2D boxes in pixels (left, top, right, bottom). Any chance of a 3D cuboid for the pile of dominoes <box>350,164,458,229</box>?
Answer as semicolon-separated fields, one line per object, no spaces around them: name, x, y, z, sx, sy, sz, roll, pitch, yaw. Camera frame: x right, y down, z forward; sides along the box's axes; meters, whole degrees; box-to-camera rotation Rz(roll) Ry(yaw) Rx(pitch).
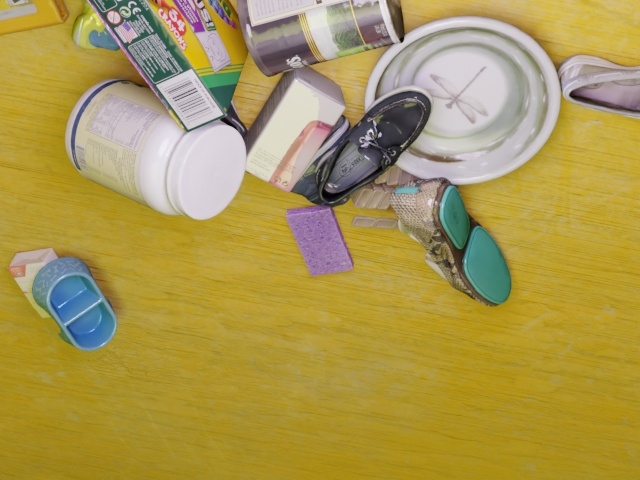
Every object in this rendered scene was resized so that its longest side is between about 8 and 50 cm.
pile of dominoes;0.198;-0.108;1.904;0.251;0.040;0.196;4;134;-26

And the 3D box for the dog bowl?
dog bowl;-0.660;0.183;2.213;0.166;0.074;0.297;-36;129;-20

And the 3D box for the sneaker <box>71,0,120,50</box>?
sneaker;-0.421;-0.491;1.666;0.126;0.091;0.240;13;133;-28

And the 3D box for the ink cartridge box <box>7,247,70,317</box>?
ink cartridge box;-0.757;0.120;2.239;0.115;0.067;0.198;-7;128;14

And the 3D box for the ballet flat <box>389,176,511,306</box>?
ballet flat;0.300;0.001;1.920;0.182;0.164;0.483;7;154;37

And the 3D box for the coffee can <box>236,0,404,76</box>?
coffee can;0.003;-0.445;1.554;0.275;0.201;0.201;-11;128;17

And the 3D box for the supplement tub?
supplement tub;-0.340;-0.188;1.684;0.325;0.235;0.235;23;138;29

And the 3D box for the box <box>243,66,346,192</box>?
box;-0.062;-0.246;1.737;0.127;0.148;0.232;28;114;-18

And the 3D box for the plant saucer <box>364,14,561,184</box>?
plant saucer;0.295;-0.302;1.703;0.401;0.100;0.400;4;132;5

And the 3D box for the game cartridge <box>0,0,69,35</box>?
game cartridge;-0.723;-0.551;1.663;0.324;0.052;0.285;-8;129;13

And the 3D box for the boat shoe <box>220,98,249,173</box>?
boat shoe;-0.203;-0.234;1.849;0.084;0.079;0.233;-15;129;20

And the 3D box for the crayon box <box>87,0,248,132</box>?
crayon box;-0.282;-0.439;1.523;0.106;0.313;0.363;-19;126;23

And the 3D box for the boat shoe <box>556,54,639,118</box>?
boat shoe;0.642;-0.300;1.655;0.320;0.103;0.118;11;132;-5

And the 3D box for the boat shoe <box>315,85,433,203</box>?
boat shoe;0.102;-0.187;1.693;0.127;0.113;0.340;40;130;-22

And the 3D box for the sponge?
sponge;0.000;0.000;2.053;0.117;0.031;0.210;-10;128;16

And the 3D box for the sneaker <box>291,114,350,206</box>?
sneaker;0.030;-0.175;1.867;0.163;0.086;0.226;30;120;-28
